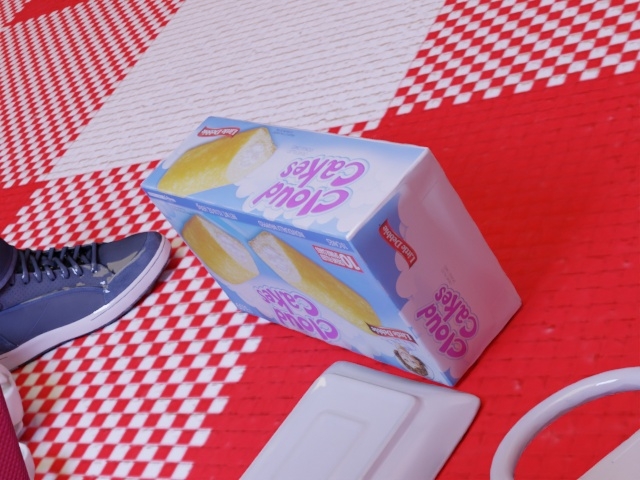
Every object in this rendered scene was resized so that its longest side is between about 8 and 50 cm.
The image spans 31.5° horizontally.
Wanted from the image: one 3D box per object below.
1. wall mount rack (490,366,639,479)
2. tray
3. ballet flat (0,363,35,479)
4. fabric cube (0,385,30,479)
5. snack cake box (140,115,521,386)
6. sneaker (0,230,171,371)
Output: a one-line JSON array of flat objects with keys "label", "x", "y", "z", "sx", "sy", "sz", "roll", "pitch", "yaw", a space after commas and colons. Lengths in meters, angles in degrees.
[{"label": "wall mount rack", "x": 0.156, "y": 0.182, "z": 0.442, "sx": 0.304, "sy": 0.130, "sz": 0.350, "roll": -36, "pitch": 16, "yaw": -9}, {"label": "tray", "x": -0.023, "y": 0.182, "z": 0.729, "sx": 0.145, "sy": 0.030, "sz": 0.270, "roll": 8, "pitch": 50, "yaw": 48}, {"label": "ballet flat", "x": -0.298, "y": 0.174, "z": 0.919, "sx": 0.139, "sy": 0.139, "sz": 0.400, "roll": -31, "pitch": 36, "yaw": 3}, {"label": "fabric cube", "x": -0.235, "y": 0.176, "z": 0.334, "sx": 0.259, "sy": 0.258, "sz": 0.254, "roll": -13, "pitch": 5, "yaw": 38}, {"label": "snack cake box", "x": 0.000, "y": 0.000, "z": 0.840, "sx": 0.089, "sy": 0.152, "sz": 0.264, "roll": -48, "pitch": 34, "yaw": -21}, {"label": "sneaker", "x": -0.267, "y": 0.017, "z": 1.049, "sx": 0.226, "sy": 0.163, "sz": 0.086, "roll": -29, "pitch": 30, "yaw": 4}]
